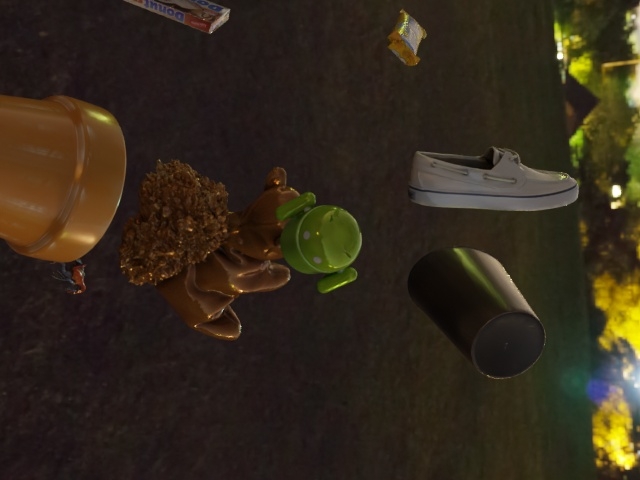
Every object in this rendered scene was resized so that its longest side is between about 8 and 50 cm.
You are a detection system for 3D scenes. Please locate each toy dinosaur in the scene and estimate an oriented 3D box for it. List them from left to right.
[{"bbox_3d":[-0.360,0.054,1.015,0.047,0.090,0.082,-31,131,-20],"label":"toy dinosaur"}]

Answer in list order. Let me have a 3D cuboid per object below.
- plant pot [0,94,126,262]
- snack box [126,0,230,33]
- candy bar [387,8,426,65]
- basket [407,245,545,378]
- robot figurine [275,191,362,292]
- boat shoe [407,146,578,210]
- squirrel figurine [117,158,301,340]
[{"bbox_3d":[-0.369,-0.089,0.822,0.188,0.205,0.205,16,72,-50],"label":"plant pot"},{"bbox_3d":[-0.236,-0.373,1.091,0.064,0.178,0.022,-60,170,-48],"label":"snack box"},{"bbox_3d":[0.089,-0.209,0.715,0.040,0.018,0.161,44,26,-11],"label":"candy bar"},{"bbox_3d":[0.279,0.125,1.216,0.227,0.204,0.154,-114,-142,-65],"label":"basket"},{"bbox_3d":[0.000,0.000,0.709,0.067,0.115,0.101,-29,96,-20],"label":"robot figurine"},{"bbox_3d":[0.270,-0.102,1.080,0.096,0.268,0.088,-86,179,-68],"label":"boat shoe"},{"bbox_3d":[-0.207,-0.004,1.471,0.397,0.370,0.281,25,51,-40],"label":"squirrel figurine"}]
